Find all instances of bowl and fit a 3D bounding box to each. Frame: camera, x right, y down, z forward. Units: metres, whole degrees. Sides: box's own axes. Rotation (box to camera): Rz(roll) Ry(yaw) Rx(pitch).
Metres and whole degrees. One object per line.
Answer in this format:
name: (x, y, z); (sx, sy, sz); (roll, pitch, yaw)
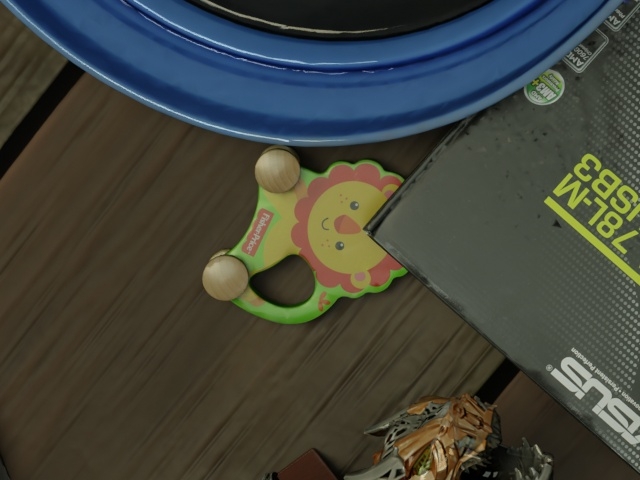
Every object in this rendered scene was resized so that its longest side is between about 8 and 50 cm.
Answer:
bowl: (-0.015, -0.234, 0.719); (0.391, 0.077, 0.391); (8, 121, 14)

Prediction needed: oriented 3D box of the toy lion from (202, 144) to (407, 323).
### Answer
toy lion: (0.000, 0.000, 0.831); (0.096, 0.034, 0.100); (27, 97, -2)

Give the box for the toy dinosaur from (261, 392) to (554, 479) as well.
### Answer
toy dinosaur: (0.036, 0.212, 0.780); (0.218, 0.322, 0.164); (28, 52, 0)

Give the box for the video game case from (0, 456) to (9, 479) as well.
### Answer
video game case: (-0.337, 0.062, 0.863); (0.270, 0.061, 0.244); (-19, 92, 8)

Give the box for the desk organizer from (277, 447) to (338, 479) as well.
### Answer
desk organizer: (-0.036, 0.171, 0.833); (0.130, 0.050, 0.047); (-35, 123, -7)

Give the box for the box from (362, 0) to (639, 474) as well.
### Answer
box: (0.150, -0.011, 0.793); (0.191, 0.045, 0.184); (42, 90, 2)
